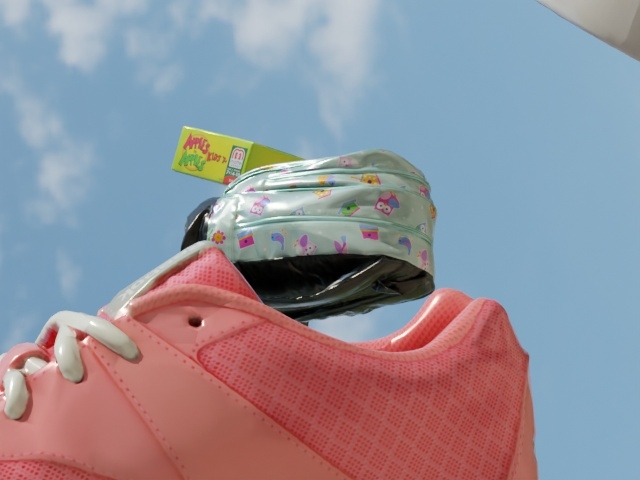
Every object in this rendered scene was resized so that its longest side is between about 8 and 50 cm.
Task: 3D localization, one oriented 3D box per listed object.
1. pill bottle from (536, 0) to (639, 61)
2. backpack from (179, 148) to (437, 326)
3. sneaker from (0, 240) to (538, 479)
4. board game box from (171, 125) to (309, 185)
[{"bbox_3d":[0.191,-0.196,0.603,0.162,0.162,0.278,-3,-55,-59],"label":"pill bottle"},{"bbox_3d":[0.000,0.000,1.226,0.152,0.182,0.115,21,-115,-56],"label":"backpack"},{"bbox_3d":[-0.072,0.066,0.507,0.314,0.116,0.136,2,-85,-20],"label":"sneaker"},{"bbox_3d":[-0.039,-0.058,1.475,0.181,0.092,0.043,15,-90,-49],"label":"board game box"}]
